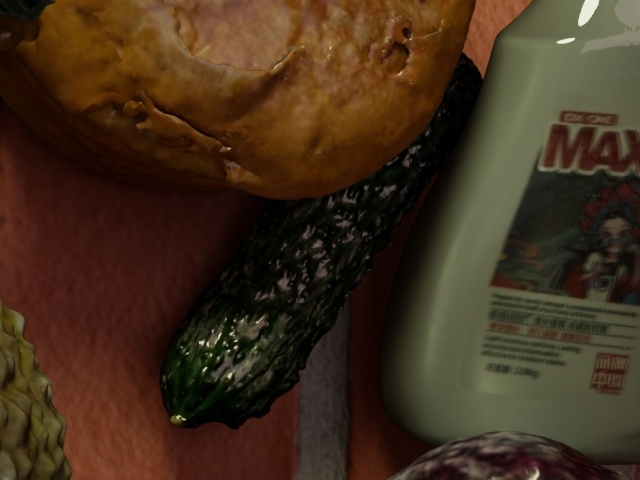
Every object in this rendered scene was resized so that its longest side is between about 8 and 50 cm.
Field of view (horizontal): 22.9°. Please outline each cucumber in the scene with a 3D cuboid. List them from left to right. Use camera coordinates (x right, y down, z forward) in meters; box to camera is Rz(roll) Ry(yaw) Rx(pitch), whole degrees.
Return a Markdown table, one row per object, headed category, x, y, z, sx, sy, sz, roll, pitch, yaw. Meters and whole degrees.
| category | x | y | z | sx | sy | sz | roll | pitch | yaw |
| --- | --- | --- | --- | --- | --- | --- | --- | --- | --- |
| cucumber | 0.000 | 0.000 | 1.103 | 0.096 | 0.096 | 0.359 | 45 | 59 | -19 |

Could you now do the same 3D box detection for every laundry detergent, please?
| category | x | y | z | sx | sy | sz | roll | pitch | yaw |
| --- | --- | --- | --- | --- | --- | --- | --- | --- | --- |
| laundry detergent | 0.197 | -0.045 | 1.132 | 0.264 | 0.125 | 0.398 | 8 | 99 | -18 |

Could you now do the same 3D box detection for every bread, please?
| category | x | y | z | sx | sy | sz | roll | pitch | yaw |
| --- | --- | --- | --- | --- | --- | --- | --- | --- | --- |
| bread | -0.068 | -0.203 | 1.031 | 0.337 | 0.204 | 0.358 | 29 | 68 | -24 |

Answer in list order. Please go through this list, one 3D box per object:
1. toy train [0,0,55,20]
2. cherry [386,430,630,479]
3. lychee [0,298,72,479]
| category | x | y | z | sx | sy | sz | roll | pitch | yaw |
| --- | --- | --- | --- | --- | --- | --- | --- | --- | --- |
| toy train | -0.257 | -0.140 | 0.874 | 0.159 | 0.248 | 0.101 | 53 | 31 | -2 |
| cherry | 0.103 | 0.265 | 1.034 | 0.255 | 0.218 | 0.296 | 36 | 92 | -15 |
| lychee | -0.252 | 0.098 | 0.812 | 0.255 | 0.255 | 0.274 | 27 | 51 | -28 |
